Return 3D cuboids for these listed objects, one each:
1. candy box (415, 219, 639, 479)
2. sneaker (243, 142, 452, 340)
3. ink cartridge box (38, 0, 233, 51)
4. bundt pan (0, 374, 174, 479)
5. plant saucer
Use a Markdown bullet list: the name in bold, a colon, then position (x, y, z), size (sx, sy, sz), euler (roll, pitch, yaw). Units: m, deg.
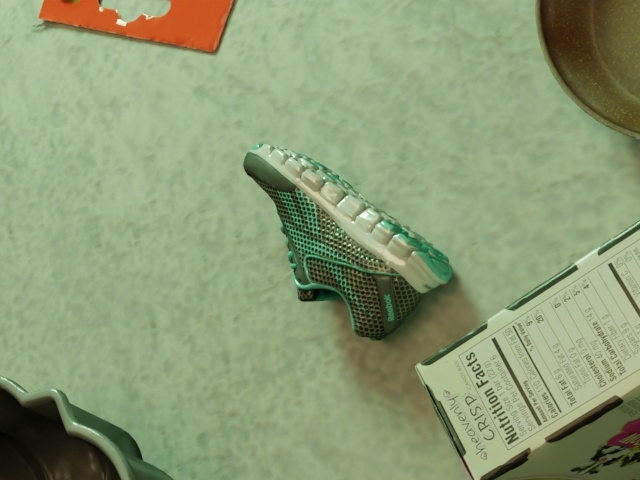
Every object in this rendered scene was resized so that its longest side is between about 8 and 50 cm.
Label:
- **candy box**: position (0.184, 0.043, 0.625), size (0.233, 0.159, 0.071), euler (-35, 60, 18)
- **sneaker**: position (0.000, 0.000, 0.806), size (0.166, 0.065, 0.076), euler (40, 101, 34)
- **ink cartridge box**: position (-0.121, -0.270, 0.962), size (0.189, 0.066, 0.232), euler (15, 79, 33)
- **bundt pan**: position (-0.194, 0.253, 0.805), size (0.331, 0.124, 0.330), euler (-9, 71, 27)
- **plant saucer**: position (0.221, -0.143, 0.732), size (0.199, 0.036, 0.198), euler (-10, 70, 28)
